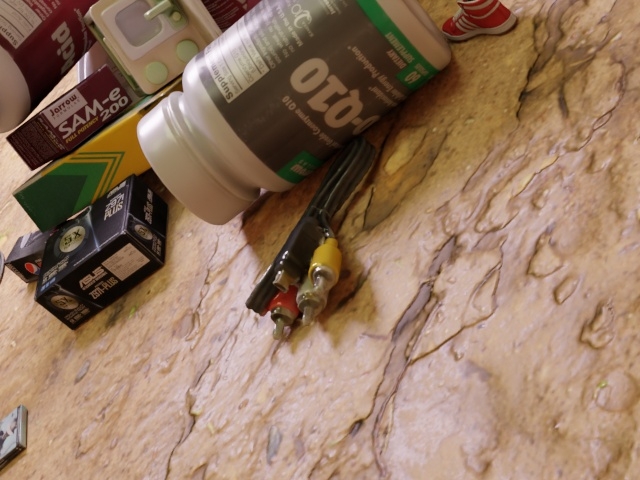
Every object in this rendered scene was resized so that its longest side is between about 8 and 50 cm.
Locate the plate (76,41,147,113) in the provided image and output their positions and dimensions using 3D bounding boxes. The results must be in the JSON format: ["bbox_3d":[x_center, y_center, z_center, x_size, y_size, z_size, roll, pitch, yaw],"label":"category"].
[{"bbox_3d":[-0.316,-0.278,2.032,0.277,0.045,0.278,-23,62,32],"label":"plate"}]

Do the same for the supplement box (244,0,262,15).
[{"bbox_3d":[0.007,-0.329,1.707,0.191,0.129,0.194,-29,33,28],"label":"supplement box"}]

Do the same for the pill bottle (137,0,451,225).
[{"bbox_3d":[-0.037,-0.191,1.516,0.361,0.204,0.204,-38,30,16],"label":"pill bottle"}]

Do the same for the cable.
[{"bbox_3d":[0.000,0.000,1.412,0.139,0.072,0.287,-43,12,41],"label":"cable"}]

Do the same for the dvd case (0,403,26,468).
[{"bbox_3d":[-0.436,0.281,1.637,0.119,0.013,0.087,-39,30,11],"label":"dvd case"}]

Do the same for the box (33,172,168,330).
[{"bbox_3d":[-0.307,0.015,1.735,0.180,0.077,0.147,-34,31,20],"label":"box"}]

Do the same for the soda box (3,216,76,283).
[{"bbox_3d":[-0.414,0.015,1.899,0.169,0.053,0.060,-15,42,42],"label":"soda box"}]

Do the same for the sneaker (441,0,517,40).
[{"bbox_3d":[0.177,-0.279,1.488,0.118,0.067,0.042,3,55,54],"label":"sneaker"}]

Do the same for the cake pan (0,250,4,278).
[{"bbox_3d":[-0.657,0.115,2.089,0.293,0.054,0.293,-33,31,23],"label":"cake pan"}]

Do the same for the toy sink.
[{"bbox_3d":[-0.251,-0.306,1.807,0.131,0.153,0.234,-37,14,-11],"label":"toy sink"}]

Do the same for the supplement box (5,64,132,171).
[{"bbox_3d":[-0.388,-0.183,1.883,0.130,0.073,0.239,-42,13,-22],"label":"supplement box"}]

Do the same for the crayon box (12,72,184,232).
[{"bbox_3d":[-0.287,-0.148,1.850,0.323,0.083,0.203,-29,14,29],"label":"crayon box"}]

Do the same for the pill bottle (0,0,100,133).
[{"bbox_3d":[-0.499,-0.307,1.904,0.224,0.224,0.392,-14,34,44],"label":"pill bottle"}]

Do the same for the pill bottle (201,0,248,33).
[{"bbox_3d":[-0.146,-0.400,1.899,0.121,0.221,0.121,-32,32,23],"label":"pill bottle"}]
